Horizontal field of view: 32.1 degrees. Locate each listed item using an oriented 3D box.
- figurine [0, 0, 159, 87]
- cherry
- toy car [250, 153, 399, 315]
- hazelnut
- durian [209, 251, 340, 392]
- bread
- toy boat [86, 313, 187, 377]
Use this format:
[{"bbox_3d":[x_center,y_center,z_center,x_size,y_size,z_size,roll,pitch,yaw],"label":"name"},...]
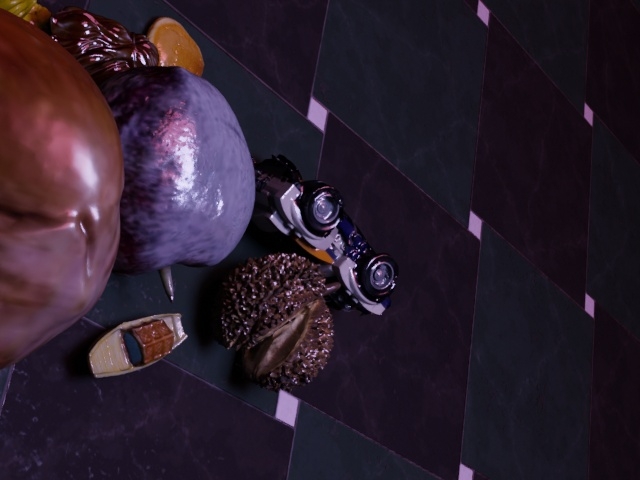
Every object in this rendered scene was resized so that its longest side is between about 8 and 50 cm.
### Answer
[{"bbox_3d":[-0.342,-0.267,1.328,0.315,0.168,0.187,45,7,-48],"label":"figurine"},{"bbox_3d":[-0.198,-0.069,1.365,0.255,0.218,0.296,-9,111,-42],"label":"cherry"},{"bbox_3d":[-0.001,0.002,1.639,0.118,0.193,0.301,-46,124,-14],"label":"toy car"},{"bbox_3d":[-0.348,-0.052,1.068,0.315,0.372,0.372,0,79,-65],"label":"hazelnut"},{"bbox_3d":[-0.051,0.107,1.545,0.196,0.167,0.196,-15,119,-29],"label":"durian"},{"bbox_3d":[-0.208,-0.263,1.577,0.110,0.024,0.110,20,64,-49],"label":"bread"},{"bbox_3d":[-0.233,0.132,1.394,0.172,0.066,0.065,-20,98,-52],"label":"toy boat"}]
